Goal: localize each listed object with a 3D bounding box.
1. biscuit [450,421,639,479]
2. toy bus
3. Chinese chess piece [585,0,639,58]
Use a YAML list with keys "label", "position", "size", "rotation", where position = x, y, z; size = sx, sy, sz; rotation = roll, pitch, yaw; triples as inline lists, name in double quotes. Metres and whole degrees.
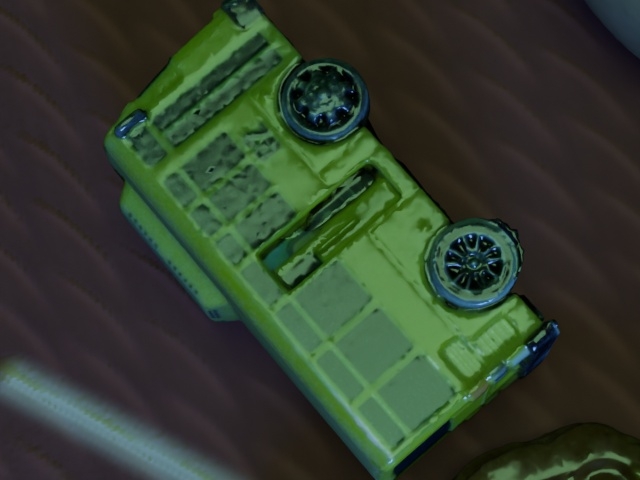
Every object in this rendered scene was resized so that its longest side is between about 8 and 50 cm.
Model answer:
- label: "biscuit"
  position: [0.095, 0.174, 0.541]
  size: [0.290, 0.041, 0.208]
  rotation: [-21, 75, -1]
- label: "toy bus"
  position: [0.000, 0.000, 0.566]
  size: [0.101, 0.088, 0.175]
  rotation: [-41, 78, -4]
- label: "Chinese chess piece"
  position: [0.206, -0.167, 0.587]
  size: [0.251, 0.097, 0.251]
  rotation: [-1, 76, 3]
